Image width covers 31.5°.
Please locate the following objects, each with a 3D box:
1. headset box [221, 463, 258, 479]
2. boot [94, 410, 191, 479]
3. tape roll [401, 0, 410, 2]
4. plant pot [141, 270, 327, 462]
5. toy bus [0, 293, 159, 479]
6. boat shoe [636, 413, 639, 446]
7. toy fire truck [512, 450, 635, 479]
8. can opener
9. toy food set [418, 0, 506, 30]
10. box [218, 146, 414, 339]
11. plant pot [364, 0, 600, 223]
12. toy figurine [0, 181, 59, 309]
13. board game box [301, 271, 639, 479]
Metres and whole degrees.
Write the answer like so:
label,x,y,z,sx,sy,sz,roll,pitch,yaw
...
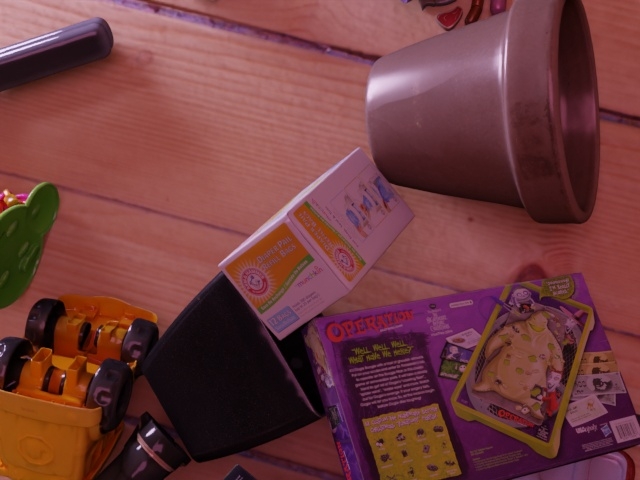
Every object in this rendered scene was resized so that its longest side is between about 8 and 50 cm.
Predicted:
label,x,y,z,sx,sy,sz,roll,pitch,yaw
headset box,-0.040,0.409,1.175,0.283,0.246,0.131,38,54,8
boot,-0.216,0.259,1.237,0.137,0.198,0.077,-44,83,-11
tape roll,0.093,-0.380,1.325,0.080,0.189,0.189,-27,80,2
plant pot,-0.084,0.146,1.269,0.167,0.188,0.187,-35,80,15
toy bus,-0.279,0.193,1.292,0.150,0.220,0.211,10,118,8
boat shoe,0.409,0.217,1.277,0.142,0.049,0.040,3,81,8
toy fire truck,0.179,0.313,1.242,0.302,0.169,0.253,13,59,6
can opener,-0.388,-0.199,1.411,0.281,0.074,0.093,-22,114,3
toy food set,0.188,-0.297,1.389,0.122,0.019,0.078,-29,80,0
box,0.000,0.000,1.214,0.114,0.203,0.103,-37,95,32
plant pot,0.179,-0.141,1.270,0.229,0.263,0.262,-4,81,22
toy figurine,-0.427,-0.019,1.367,0.159,0.130,0.173,18,61,17
board game box,0.168,0.157,1.213,0.347,0.056,0.208,-7,73,-25
